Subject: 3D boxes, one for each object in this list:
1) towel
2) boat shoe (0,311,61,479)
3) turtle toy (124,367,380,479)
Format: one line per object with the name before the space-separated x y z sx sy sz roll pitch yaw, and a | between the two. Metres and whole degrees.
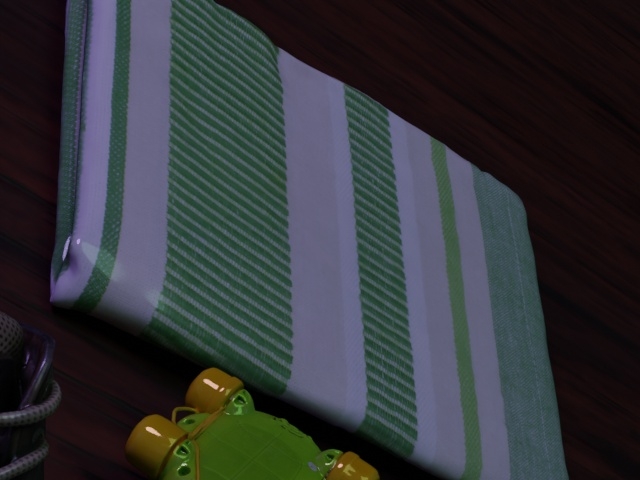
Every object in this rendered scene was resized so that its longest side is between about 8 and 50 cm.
towel | 0.000 0.000 0.973 0.325 0.038 0.248 29 40 -32
boat shoe | -0.162 0.065 0.626 0.132 0.130 0.355 0 57 -50
turtle toy | -0.042 0.116 0.777 0.095 0.066 0.130 32 33 14
